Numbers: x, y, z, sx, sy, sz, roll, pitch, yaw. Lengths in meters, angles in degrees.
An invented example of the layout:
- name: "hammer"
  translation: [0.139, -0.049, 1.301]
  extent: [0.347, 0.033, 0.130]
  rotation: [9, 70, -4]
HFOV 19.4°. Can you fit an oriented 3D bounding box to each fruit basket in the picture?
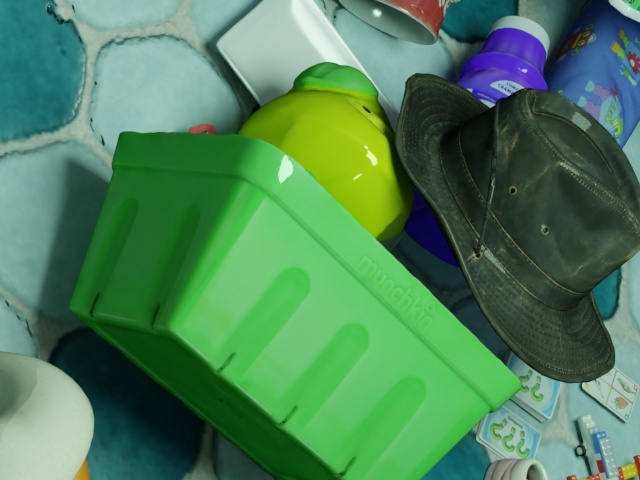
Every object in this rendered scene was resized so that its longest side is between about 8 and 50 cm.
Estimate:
- name: "fruit basket"
  translation: [0.000, 0.000, 1.649]
  extent: [0.392, 0.283, 0.392]
  rotation: [-4, 97, -37]

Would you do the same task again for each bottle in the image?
- name: "bottle"
  translation: [0.170, -0.108, 1.910]
  extent: [0.118, 0.092, 0.283]
  rotation: [36, 54, -18]

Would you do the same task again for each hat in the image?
- name: "hat"
  translation: [0.215, -0.041, 1.717]
  extent: [0.331, 0.134, 0.331]
  rotation: [42, 30, -30]

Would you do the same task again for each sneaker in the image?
- name: "sneaker"
  translation: [0.189, 0.273, 1.841]
  extent: [0.051, 0.070, 0.134]
  rotation: [32, 57, -29]

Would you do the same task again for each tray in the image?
- name: "tray"
  translation: [0.009, -0.120, 1.864]
  extent: [0.270, 0.030, 0.145]
  rotation: [52, 50, -12]

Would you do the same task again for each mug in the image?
- name: "mug"
  translation: [0.099, -0.300, 1.927]
  extent: [0.113, 0.150, 0.169]
  rotation: [26, 84, -8]

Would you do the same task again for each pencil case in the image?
- name: "pencil case"
  translation: [0.314, -0.170, 2.073]
  extent: [0.133, 0.119, 0.306]
  rotation: [47, 51, -20]

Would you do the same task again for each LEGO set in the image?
- name: "LEGO set"
  translation: [0.287, 0.191, 1.962]
  extent: [0.244, 0.060, 0.182]
  rotation: [38, 58, -24]

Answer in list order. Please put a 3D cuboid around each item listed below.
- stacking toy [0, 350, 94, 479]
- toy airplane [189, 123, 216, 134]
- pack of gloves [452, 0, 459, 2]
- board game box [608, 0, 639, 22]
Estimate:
- name: "stacking toy"
  translation: [-0.261, 0.352, 1.345]
  extent: [0.350, 0.350, 0.480]
  rotation: [-38, 118, -41]
- name: "toy airplane"
  translation: [-0.125, -0.031, 1.722]
  extent: [0.151, 0.028, 0.151]
  rotation: [9, 75, -38]
- name: "pack of gloves"
  translation: [0.068, -0.376, 1.997]
  extent: [0.195, 0.046, 0.232]
  rotation: [-1, 75, -39]
- name: "board game box"
  translation: [0.407, -0.324, 2.121]
  extent: [0.390, 0.050, 0.390]
  rotation: [18, 31, -34]
